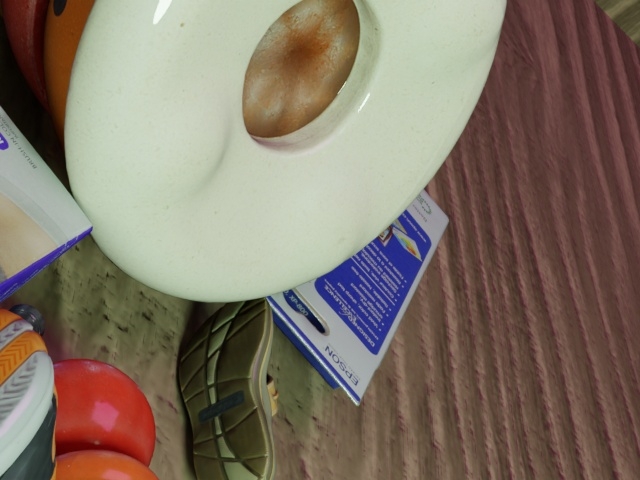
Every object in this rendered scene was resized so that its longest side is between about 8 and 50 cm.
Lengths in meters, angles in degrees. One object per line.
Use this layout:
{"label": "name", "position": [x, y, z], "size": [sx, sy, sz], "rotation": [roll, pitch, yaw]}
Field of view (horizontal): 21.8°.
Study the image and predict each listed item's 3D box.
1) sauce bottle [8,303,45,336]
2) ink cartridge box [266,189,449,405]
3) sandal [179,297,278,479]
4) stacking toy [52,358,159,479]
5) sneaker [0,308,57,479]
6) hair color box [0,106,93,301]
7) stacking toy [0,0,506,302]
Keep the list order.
{"label": "sauce bottle", "position": [-0.198, 0.073, 0.970], "size": [0.042, 0.042, 0.128], "rotation": [48, 25, -9]}
{"label": "ink cartridge box", "position": [0.000, 0.000, 1.367], "size": [0.176, 0.069, 0.371], "rotation": [49, 24, -8]}
{"label": "sandal", "position": [-0.054, 0.113, 1.136], "size": [0.049, 0.072, 0.180], "rotation": [51, 22, -42]}
{"label": "stacking toy", "position": [-0.113, 0.191, 0.871], "size": [0.141, 0.141, 0.330], "rotation": [34, 27, -34]}
{"label": "sneaker", "position": [-0.216, 0.184, 0.702], "size": [0.124, 0.180, 0.321], "rotation": [29, 52, 26]}
{"label": "hair color box", "position": [-0.277, -0.006, 0.866], "size": [0.185, 0.110, 0.339], "rotation": [53, 27, -3]}
{"label": "stacking toy", "position": [-0.138, -0.206, 1.185], "size": [0.480, 0.350, 0.350], "rotation": [37, 13, 37]}
